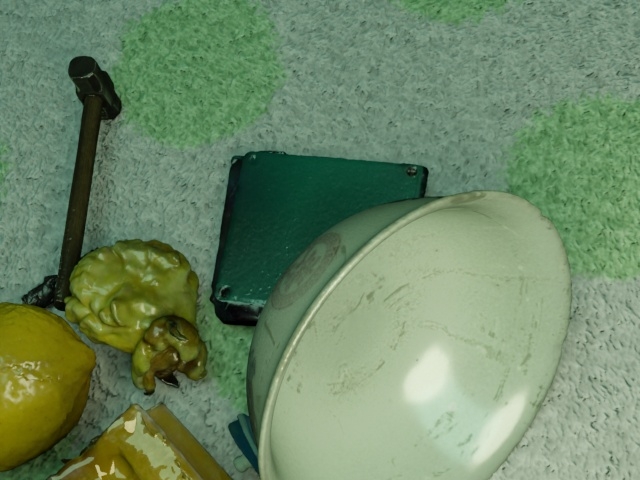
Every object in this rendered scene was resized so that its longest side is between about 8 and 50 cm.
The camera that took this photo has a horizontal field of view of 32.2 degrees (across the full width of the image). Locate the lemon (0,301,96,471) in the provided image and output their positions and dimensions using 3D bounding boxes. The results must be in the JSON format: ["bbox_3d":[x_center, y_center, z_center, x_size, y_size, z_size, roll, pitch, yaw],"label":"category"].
[{"bbox_3d":[-0.399,0.181,1.370,0.260,0.204,0.204,-23,63,6],"label":"lemon"}]

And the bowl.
[{"bbox_3d":[0.062,0.112,1.241,0.435,0.435,0.196,-44,44,-11],"label":"bowl"}]

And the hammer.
[{"bbox_3d":[-0.326,-0.076,1.516,0.043,0.111,0.366,-3,62,9],"label":"hammer"}]

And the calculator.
[{"bbox_3d":[0.000,0.000,1.458,0.274,0.058,0.248,2,67,11],"label":"calculator"}]

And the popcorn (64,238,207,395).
[{"bbox_3d":[-0.229,0.091,1.400,0.168,0.173,0.195,5,50,-34],"label":"popcorn"}]

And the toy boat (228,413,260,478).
[{"bbox_3d":[-0.034,0.302,1.305,0.098,0.109,0.238,-42,68,18],"label":"toy boat"}]

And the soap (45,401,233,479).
[{"bbox_3d":[-0.186,0.389,1.204,0.293,0.156,0.335,-45,80,5],"label":"soap"}]

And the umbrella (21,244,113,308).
[{"bbox_3d":[-0.339,0.050,1.509,0.144,0.040,0.037,-33,52,-6],"label":"umbrella"}]

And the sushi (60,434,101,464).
[{"bbox_3d":[-0.258,0.265,1.385,0.120,0.052,0.055,-28,63,-3],"label":"sushi"}]
